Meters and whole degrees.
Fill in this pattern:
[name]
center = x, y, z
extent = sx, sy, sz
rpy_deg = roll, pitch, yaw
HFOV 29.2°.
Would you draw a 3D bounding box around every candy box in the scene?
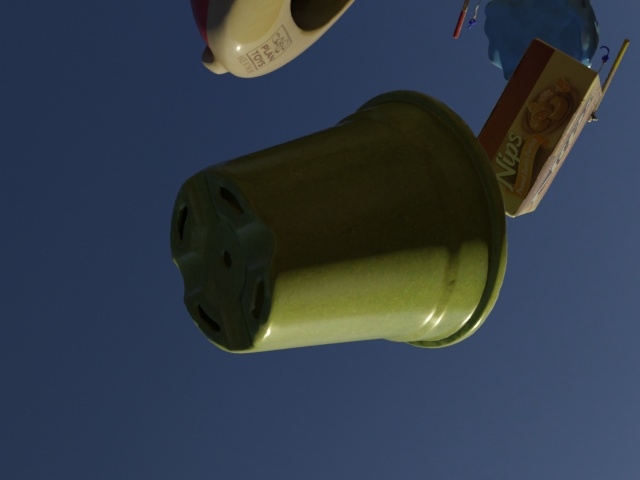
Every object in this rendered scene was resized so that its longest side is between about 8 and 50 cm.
[candy box]
center = 0.255, -0.128, 1.471
extent = 0.087, 0.183, 0.316
rpy_deg = 30, -171, 10

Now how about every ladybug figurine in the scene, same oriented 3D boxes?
[ladybug figurine]
center = -0.022, -0.410, 1.582
extent = 0.162, 0.305, 0.449
rpy_deg = 37, -95, 18

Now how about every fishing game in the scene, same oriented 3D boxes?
[fishing game]
center = 0.315, -0.300, 1.748
extent = 0.264, 0.189, 0.041
rpy_deg = 34, -142, 26

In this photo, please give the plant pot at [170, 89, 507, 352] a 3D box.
[plant pot]
center = 0.000, 0.000, 1.229
extent = 0.254, 0.276, 0.276
rpy_deg = -13, -95, -36
